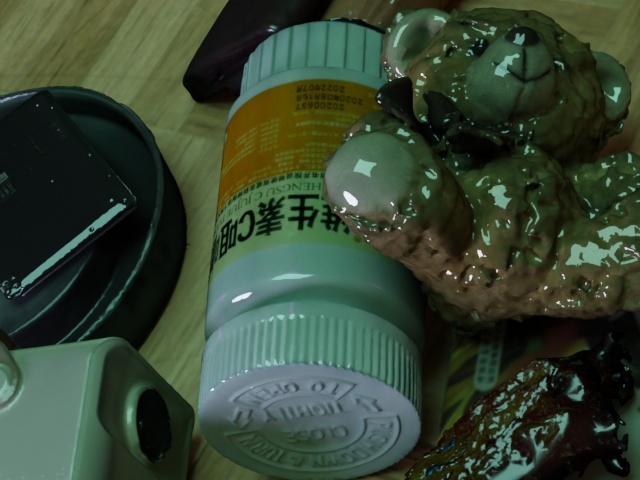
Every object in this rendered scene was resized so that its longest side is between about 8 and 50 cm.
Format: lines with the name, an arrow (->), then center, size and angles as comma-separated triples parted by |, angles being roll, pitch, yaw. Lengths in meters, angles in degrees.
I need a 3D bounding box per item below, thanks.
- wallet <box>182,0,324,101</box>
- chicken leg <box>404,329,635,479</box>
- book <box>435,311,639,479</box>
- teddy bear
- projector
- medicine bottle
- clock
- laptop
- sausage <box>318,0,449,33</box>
wallet -> -0.020, -0.226, 1.618 | 0.182, 0.049, 0.229 | -20, 35, 60
chicken leg -> 0.120, 0.150, 1.238 | 0.234, 0.063, 0.105 | -40, 43, 1
book -> 0.289, 0.064, 1.275 | 0.428, 0.039, 0.300 | -5, 53, 25
teddy bear -> 0.129, -0.061, 1.329 | 0.267, 0.156, 0.256 | 16, 56, -9
projector -> -0.199, 0.181, 1.356 | 0.177, 0.163, 0.242 | -9, 55, 20
medicine bottle -> 0.000, 0.000, 1.397 | 0.158, 0.158, 0.318 | -11, 50, 20
clock -> -0.263, 0.015, 1.585 | 0.325, 0.067, 0.325 | -14, 50, 17
laptop -> -0.236, -0.040, 1.559 | 0.129, 0.016, 0.180 | -39, 49, -4
sausage -> 0.074, -0.226, 1.582 | 0.086, 0.086, 0.289 | 13, 63, 34
